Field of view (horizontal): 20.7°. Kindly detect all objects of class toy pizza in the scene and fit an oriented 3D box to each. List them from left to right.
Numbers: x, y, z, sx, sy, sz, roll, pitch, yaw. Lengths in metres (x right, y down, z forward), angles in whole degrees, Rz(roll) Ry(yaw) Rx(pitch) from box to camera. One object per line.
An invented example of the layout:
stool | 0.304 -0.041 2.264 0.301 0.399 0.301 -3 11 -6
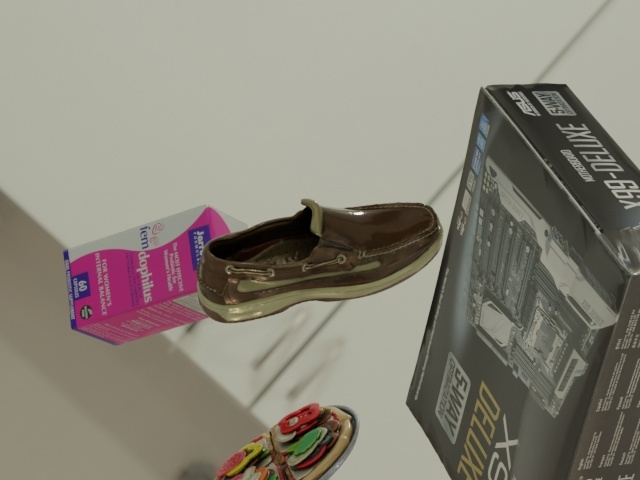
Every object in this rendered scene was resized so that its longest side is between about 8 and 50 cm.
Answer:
toy pizza | -0.048 0.240 1.929 0.032 0.201 0.201 57 -11 -17

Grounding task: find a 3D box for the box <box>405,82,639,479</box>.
box | 0.166 0.076 1.287 0.242 0.076 0.307 -119 -148 -49

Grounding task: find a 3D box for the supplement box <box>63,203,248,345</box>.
supplement box | -0.203 0.046 2.227 0.114 0.220 0.111 31 45 -61

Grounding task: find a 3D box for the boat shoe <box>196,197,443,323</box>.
boat shoe | 0.003 0.005 1.720 0.095 0.257 0.095 87 -22 -44
